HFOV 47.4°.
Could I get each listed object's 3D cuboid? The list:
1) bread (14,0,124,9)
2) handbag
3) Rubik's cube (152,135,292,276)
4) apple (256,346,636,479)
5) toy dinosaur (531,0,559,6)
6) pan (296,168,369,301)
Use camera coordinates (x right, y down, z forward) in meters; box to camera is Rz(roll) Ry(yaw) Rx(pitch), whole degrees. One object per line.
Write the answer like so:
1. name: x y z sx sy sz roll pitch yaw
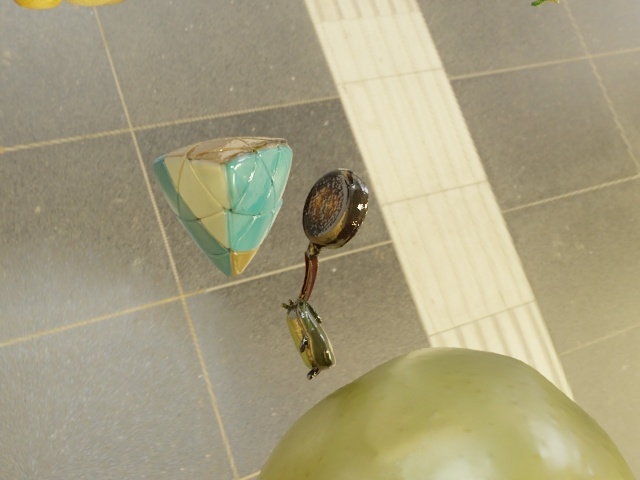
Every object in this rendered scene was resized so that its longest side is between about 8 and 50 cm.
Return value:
1. bread: -0.382 -0.467 0.882 0.245 0.329 0.424 -37 87 -20
2. handbag: -0.015 0.129 0.991 0.047 0.072 0.111 -24 82 5
3. Rubik's cube: -0.144 -0.057 1.170 0.254 0.254 0.255 7 70 -20
4. apple: 0.142 0.340 0.789 0.473 0.473 0.474 7 70 -20
5. toy dinosaur: 0.400 -0.467 1.330 0.119 0.060 0.029 44 56 -50
6. pan: -0.003 0.000 1.003 0.040 0.115 0.212 12 109 -35
